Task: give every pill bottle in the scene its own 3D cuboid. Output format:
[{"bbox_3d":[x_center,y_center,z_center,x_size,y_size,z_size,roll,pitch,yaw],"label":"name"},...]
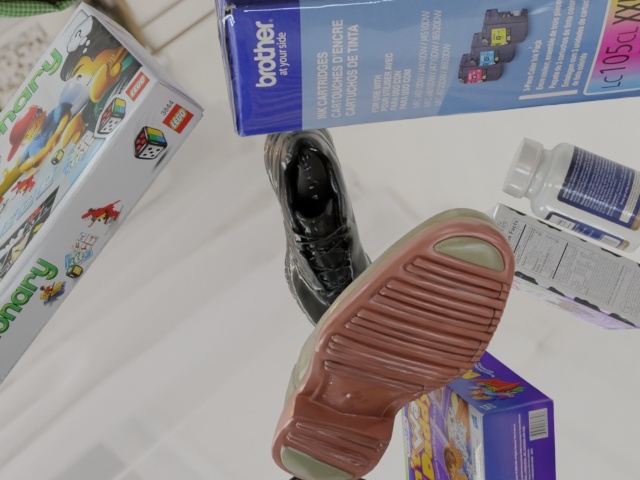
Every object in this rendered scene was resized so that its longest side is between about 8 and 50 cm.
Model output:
[{"bbox_3d":[0.215,-0.041,1.099,0.120,0.067,0.067,22,156,2],"label":"pill bottle"}]

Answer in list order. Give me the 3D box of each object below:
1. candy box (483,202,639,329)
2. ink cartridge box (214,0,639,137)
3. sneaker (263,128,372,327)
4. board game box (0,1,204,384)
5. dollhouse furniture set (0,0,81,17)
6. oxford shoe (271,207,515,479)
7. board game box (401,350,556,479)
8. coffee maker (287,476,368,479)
[{"bbox_3d":[0.264,0.032,1.500,0.196,0.070,0.165,23,176,1],"label":"candy box"},{"bbox_3d":[0.051,-0.232,1.009,0.151,0.395,0.270,88,175,-56],"label":"ink cartridge box"},{"bbox_3d":[0.000,0.000,1.536,0.130,0.109,0.286,-114,5,-78],"label":"sneaker"},{"bbox_3d":[-0.230,-0.026,1.042,0.053,0.305,0.193,33,-173,-37],"label":"board game box"},{"bbox_3d":[-0.429,-0.242,1.570,0.197,0.301,0.151,-139,47,-64],"label":"dollhouse furniture set"},{"bbox_3d":[0.055,0.077,1.255,0.140,0.147,0.397,22,136,-15],"label":"oxford shoe"},{"bbox_3d":[0.166,0.296,1.399,0.233,0.078,0.347,-142,45,-69],"label":"board game box"},{"bbox_3d":[0.032,0.377,1.553,0.171,0.120,0.178,18,131,52],"label":"coffee maker"}]
